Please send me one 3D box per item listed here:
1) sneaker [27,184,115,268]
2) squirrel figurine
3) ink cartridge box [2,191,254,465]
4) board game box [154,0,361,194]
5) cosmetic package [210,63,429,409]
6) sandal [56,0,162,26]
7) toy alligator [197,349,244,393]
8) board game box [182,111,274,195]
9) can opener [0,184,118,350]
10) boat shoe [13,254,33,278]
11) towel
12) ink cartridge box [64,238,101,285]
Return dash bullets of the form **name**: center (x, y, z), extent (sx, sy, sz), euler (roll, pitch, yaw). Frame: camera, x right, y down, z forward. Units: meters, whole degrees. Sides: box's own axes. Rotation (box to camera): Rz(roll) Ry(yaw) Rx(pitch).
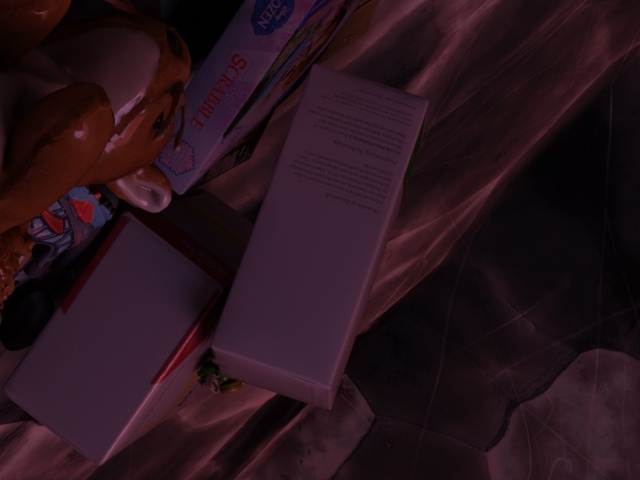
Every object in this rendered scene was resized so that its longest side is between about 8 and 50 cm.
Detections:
- **sneaker**: center (-0.300, -0.046, 1.640), extent (0.125, 0.104, 0.262), euler (-46, 148, -5)
- **squirrel figurine**: center (-0.296, -0.069, 1.355), extent (0.397, 0.281, 0.370), euler (-43, 168, 35)
- **ink cartridge box**: center (-0.208, 0.099, 2.140), extent (0.279, 0.160, 0.385), euler (-55, 174, 12)
- **board game box**: center (-0.034, -0.234, 1.816), extent (0.318, 0.066, 0.318), euler (-51, 178, 38)
- **cosmetic package**: center (0.000, 0.000, 1.987), extent (0.197, 0.155, 0.365), euler (87, 21, -78)
- **sandal**: center (-0.203, -0.149, 1.682), extent (0.167, 0.107, 0.446), euler (-40, 167, -7)
- **toy alligator**: center (-0.133, 0.168, 2.107), extent (0.051, 0.056, 0.190), euler (-14, -176, 15)
- **board game box**: center (-0.116, -0.140, 2.136), extent (0.126, 0.026, 0.186), euler (-31, 164, -35)
- **can opener**: center (-0.315, 0.028, 1.981), extent (0.074, 0.093, 0.280), euler (-12, 152, -40)
- **boat shoe**: center (-0.362, 0.041, 1.790), extent (0.206, 0.075, 0.065), euler (-46, 164, 1)
- **towel**: center (0.016, -0.266, 2.103), extent (0.148, 0.027, 0.110), euler (-38, 167, -18)
- **ink cartridge box**: center (-0.299, 0.035, 2.135), extent (0.028, 0.048, 0.083), euler (-32, 163, -34)
